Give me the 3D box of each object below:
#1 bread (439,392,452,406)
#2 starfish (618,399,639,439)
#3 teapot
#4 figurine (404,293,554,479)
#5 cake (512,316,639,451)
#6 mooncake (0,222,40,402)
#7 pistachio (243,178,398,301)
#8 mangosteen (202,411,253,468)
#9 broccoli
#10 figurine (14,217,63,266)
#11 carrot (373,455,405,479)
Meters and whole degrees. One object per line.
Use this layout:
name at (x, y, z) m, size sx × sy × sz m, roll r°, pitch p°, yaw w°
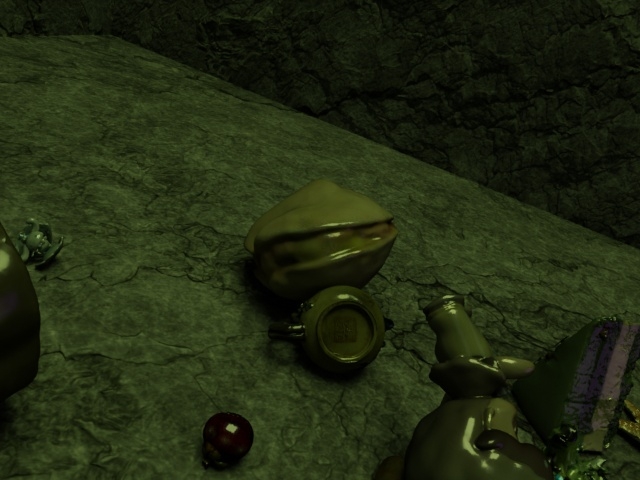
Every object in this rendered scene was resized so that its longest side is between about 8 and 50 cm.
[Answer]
bread at (0.245, 0.344, 0.945) m, size 0.077 × 0.152 × 0.105 m, roll -5°, pitch 30°, yaw -38°
starfish at (0.772, 0.448, 1.201) m, size 0.299 × 0.060 × 0.302 m, roll -8°, pitch 36°, yaw -40°
teapot at (0.025, 0.179, 1.130) m, size 0.269 × 0.173 × 0.182 m, roll -2°, pitch -3°, yaw -8°
figurine at (0.218, 0.272, 0.817) m, size 0.203 × 0.248 × 0.381 m, roll 1°, pitch 64°, yaw -4°
cake at (0.551, 0.300, 1.110) m, size 0.158 × 0.284 × 0.172 m, roll 10°, pitch 44°, yaw -18°
mooncake at (-0.542, 0.072, 0.696) m, size 0.378 × 0.379 × 0.200 m, roll 30°, pitch 34°, yaw 21°
pistachio at (0.000, 0.000, 1.291) m, size 0.365 × 0.282 × 0.445 m, roll -13°, pitch 5°, yaw 10°
mangosteen at (-0.142, 0.304, 0.846) m, size 0.081 × 0.081 × 0.081 m, roll 15°, pitch 26°, yaw -8°
broccoli at (0.409, 0.392, 0.950) m, size 0.167 × 0.160 × 0.154 m, roll 10°, pitch 21°, yaw 24°
figurine at (-0.579, 0.007, 1.120) m, size 0.086 × 0.094 × 0.082 m, roll 42°, pitch -20°, yaw -16°
carrot at (0.074, 0.426, 0.761) m, size 0.070 × 0.070 × 0.342 m, roll 24°, pitch 27°, yaw 11°
